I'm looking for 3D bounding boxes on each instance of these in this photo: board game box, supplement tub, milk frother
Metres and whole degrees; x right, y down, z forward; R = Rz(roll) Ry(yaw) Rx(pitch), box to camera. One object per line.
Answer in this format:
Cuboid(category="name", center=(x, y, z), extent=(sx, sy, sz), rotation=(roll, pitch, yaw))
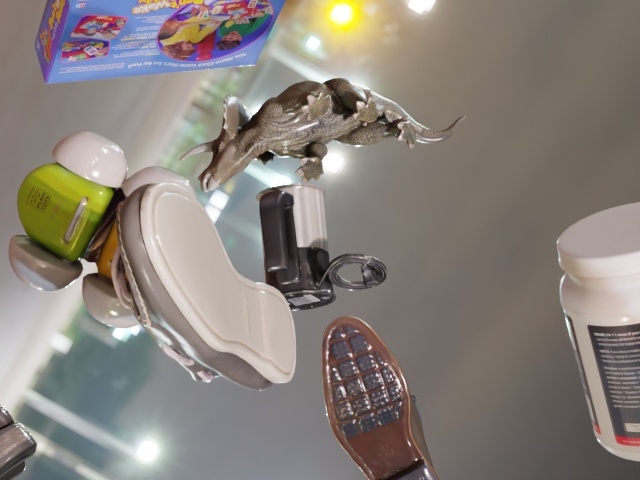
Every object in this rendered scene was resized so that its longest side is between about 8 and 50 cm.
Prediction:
Cuboid(category="board game box", center=(-0.236, -0.344, 2.738), extent=(0.233, 0.347, 0.078), rotation=(122, -45, -55))
Cuboid(category="supplement tub", center=(0.395, 0.109, 2.184), extent=(0.191, 0.272, 0.191), rotation=(-15, -161, 5))
Cuboid(category="milk frother", center=(0.000, 0.000, 2.112), extent=(0.129, 0.143, 0.134), rotation=(86, -1, -74))

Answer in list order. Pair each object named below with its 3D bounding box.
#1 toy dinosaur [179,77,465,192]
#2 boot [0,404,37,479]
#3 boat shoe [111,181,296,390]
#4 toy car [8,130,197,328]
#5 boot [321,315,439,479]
Cuboid(category="toy dinosaur", center=(0.008, -0.140, 2.031), extent=(0.160, 0.313, 0.121), rotation=(38, -38, 57))
Cuboid(category="boot", center=(-0.379, 0.145, 1.758), extent=(0.091, 0.229, 0.263), rotation=(-35, 174, -34))
Cuboid(category="boat shoe", center=(-0.108, 0.051, 1.429), extent=(0.335, 0.095, 0.112), rotation=(50, 33, -64))
Cuboid(category="toy car", center=(-0.204, -0.016, 1.775), extent=(0.159, 0.182, 0.136), rotation=(-64, 177, 13))
Cuboid(category="boot", center=(0.052, 0.162, 1.704), extent=(0.082, 0.219, 0.106), rotation=(-20, -167, 2))
